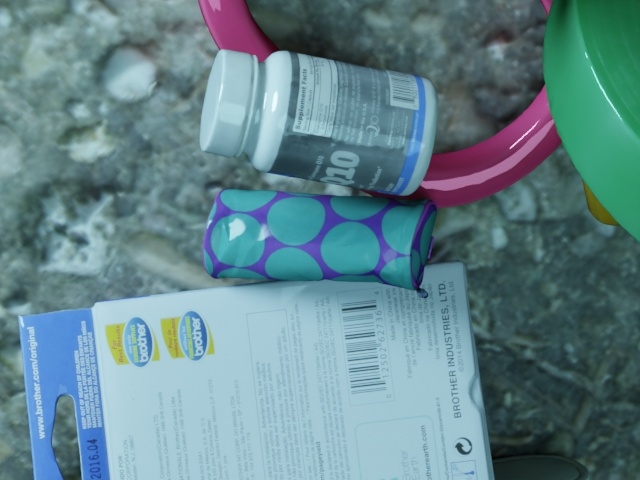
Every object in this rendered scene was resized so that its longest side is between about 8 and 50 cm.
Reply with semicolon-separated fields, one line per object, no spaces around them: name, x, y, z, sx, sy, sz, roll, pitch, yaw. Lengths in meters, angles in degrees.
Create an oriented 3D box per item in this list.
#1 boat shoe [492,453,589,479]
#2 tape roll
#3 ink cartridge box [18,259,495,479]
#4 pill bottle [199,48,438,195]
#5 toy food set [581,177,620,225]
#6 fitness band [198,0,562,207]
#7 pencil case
boat shoe;0.079;0.217;1.285;0.254;0.095;0.079;-8;106;-16
tape roll;0.298;-0.109;1.042;0.321;0.321;0.077;-1;152;-10
ink cartridge box;-0.043;0.123;1.189;0.311;0.065;0.185;-6;85;-9
pill bottle;-0.002;-0.076;1.081;0.137;0.078;0.078;9;114;-12
toy food set;0.257;-0.118;1.121;0.232;0.111;0.104;-27;143;-3
fitness band;0.049;-0.150;1.124;0.209;0.054;0.291;-39;115;13
pencil case;0.000;0.000;1.152;0.152;0.070;0.064;4;75;13
